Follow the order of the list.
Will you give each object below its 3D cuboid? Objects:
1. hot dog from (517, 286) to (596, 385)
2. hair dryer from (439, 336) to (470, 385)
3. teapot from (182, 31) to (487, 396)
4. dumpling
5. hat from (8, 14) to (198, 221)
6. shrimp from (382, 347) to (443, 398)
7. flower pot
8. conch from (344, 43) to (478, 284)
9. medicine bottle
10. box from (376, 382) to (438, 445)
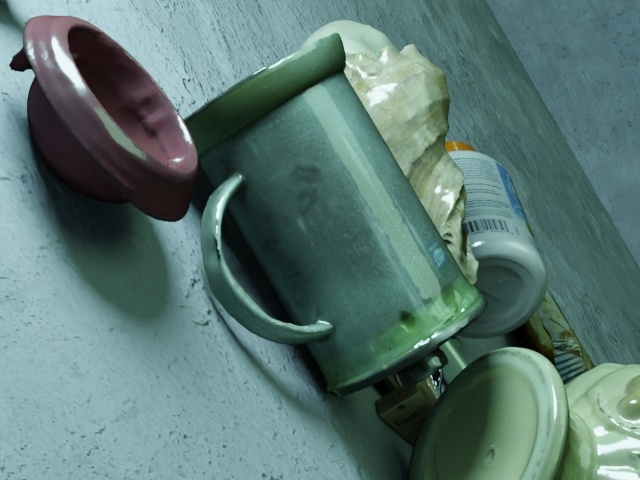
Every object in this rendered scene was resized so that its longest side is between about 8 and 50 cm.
[{"bbox_3d":[0.332,0.138,2.098,0.163,0.081,0.270,53,10,-38],"label":"hot dog"},{"bbox_3d":[0.159,0.133,1.757,0.063,0.038,0.124,56,14,-5],"label":"hair dryer"},{"bbox_3d":[0.000,0.000,1.371,0.270,0.200,0.337,-34,93,-45],"label":"teapot"},{"bbox_3d":[0.045,-0.209,1.852,0.162,0.132,0.250,49,21,-12],"label":"dumpling"},{"bbox_3d":[-0.185,-0.093,1.183,0.205,0.089,0.205,47,17,-20],"label":"hat"},{"bbox_3d":[0.090,0.125,1.575,0.219,0.046,0.152,51,21,-29],"label":"shrimp"},{"bbox_3d":[0.247,0.248,1.426,0.244,0.307,0.307,27,32,-27],"label":"flower pot"},{"bbox_3d":[0.078,-0.071,1.663,0.263,0.186,0.324,55,25,-67],"label":"conch"},{"bbox_3d":[0.192,-0.016,1.863,0.157,0.157,0.289,45,20,-31],"label":"medicine bottle"},{"bbox_3d":[0.104,0.186,1.505,0.083,0.053,0.024,46,22,-33],"label":"box"}]
